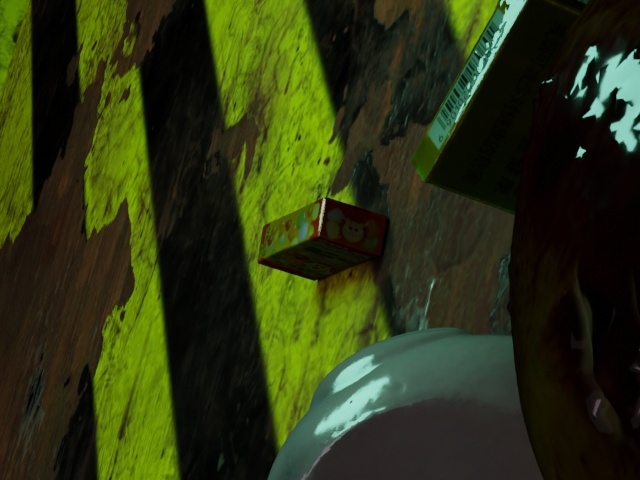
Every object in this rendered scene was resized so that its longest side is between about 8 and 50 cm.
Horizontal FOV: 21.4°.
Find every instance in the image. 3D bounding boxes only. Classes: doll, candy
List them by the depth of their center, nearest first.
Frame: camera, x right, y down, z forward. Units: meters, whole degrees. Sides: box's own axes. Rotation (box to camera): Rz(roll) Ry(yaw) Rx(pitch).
[{"bbox_3d":[0.079,0.157,1.022,0.251,0.221,0.221,-36,35,18],"label":"doll"},{"bbox_3d":[0.000,0.000,1.431,0.122,0.062,0.038,-22,54,60],"label":"candy"}]

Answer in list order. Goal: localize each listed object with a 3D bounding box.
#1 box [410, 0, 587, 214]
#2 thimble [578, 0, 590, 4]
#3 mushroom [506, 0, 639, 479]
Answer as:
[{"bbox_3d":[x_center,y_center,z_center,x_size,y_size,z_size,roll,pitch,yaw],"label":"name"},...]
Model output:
[{"bbox_3d":[0.162,-0.059,0.946,0.121,0.193,0.030,-61,27,21],"label":"box"},{"bbox_3d":[0.192,-0.161,1.059,0.090,0.118,0.135,154,115,-65],"label":"thimble"},{"bbox_3d":[0.235,-0.001,0.693,0.331,0.334,0.356,14,46,44],"label":"mushroom"}]
